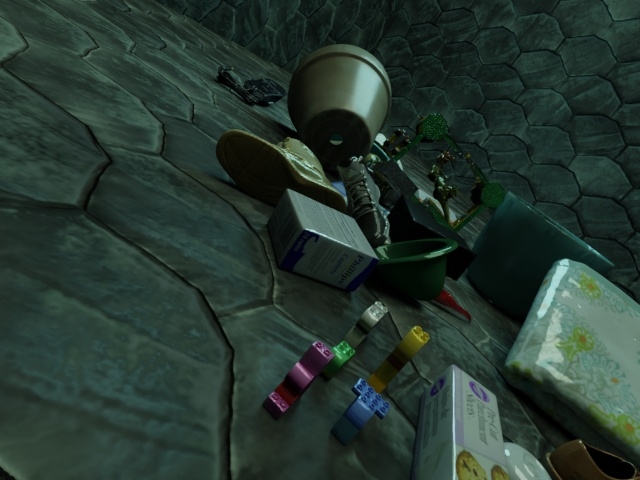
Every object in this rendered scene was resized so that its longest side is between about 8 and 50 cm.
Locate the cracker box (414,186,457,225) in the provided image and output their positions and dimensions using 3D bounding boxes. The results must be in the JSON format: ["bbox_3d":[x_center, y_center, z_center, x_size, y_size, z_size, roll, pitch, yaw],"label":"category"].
[{"bbox_3d":[0.369,-0.089,1.359,0.155,0.067,0.232,35,21,-1],"label":"cracker box"}]

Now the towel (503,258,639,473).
[{"bbox_3d":[0.531,0.236,0.717,0.374,0.090,0.320,39,48,13],"label":"towel"}]

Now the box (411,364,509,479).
[{"bbox_3d":[0.116,0.223,0.346,0.067,0.063,0.324,38,22,6],"label":"box"}]

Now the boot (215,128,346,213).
[{"bbox_3d":[-0.082,-0.151,0.798,0.261,0.095,0.203,25,24,-28],"label":"boot"}]

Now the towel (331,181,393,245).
[{"bbox_3d":[0.125,-0.045,0.965,0.285,0.034,0.209,39,24,15],"label":"towel"}]

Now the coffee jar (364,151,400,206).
[{"bbox_3d":[0.172,-0.191,1.250,0.079,0.096,0.184,14,29,-48],"label":"coffee jar"}]

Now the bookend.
[{"bbox_3d":[0.232,-0.011,0.894,0.156,0.072,0.157,27,24,-11],"label":"bookend"}]

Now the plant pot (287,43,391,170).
[{"bbox_3d":[0.053,-0.356,1.196,0.323,0.323,0.281,27,39,-19],"label":"plant pot"}]

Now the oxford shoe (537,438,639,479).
[{"bbox_3d":[0.383,0.320,0.515,0.212,0.076,0.076,33,20,-9],"label":"oxford shoe"}]

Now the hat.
[{"bbox_3d":[0.176,0.100,0.738,0.208,0.184,0.173,-9,8,6],"label":"hat"}]

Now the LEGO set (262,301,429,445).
[{"bbox_3d":[0.054,0.120,0.431,0.087,0.093,0.227,41,22,16],"label":"LEGO set"}]

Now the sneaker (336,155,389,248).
[{"bbox_3d":[0.069,-0.089,0.805,0.229,0.086,0.132,-91,158,-54],"label":"sneaker"}]

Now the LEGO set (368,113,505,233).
[{"bbox_3d":[0.281,-0.149,1.070,0.331,0.255,0.192,39,3,-6],"label":"LEGO set"}]

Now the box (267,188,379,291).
[{"bbox_3d":[0.000,0.000,0.632,0.137,0.072,0.126,22,24,-28],"label":"box"}]

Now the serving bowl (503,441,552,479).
[{"bbox_3d":[0.238,0.268,0.474,0.083,0.027,0.083,29,23,-14],"label":"serving bowl"}]

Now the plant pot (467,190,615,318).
[{"bbox_3d":[0.524,0.056,1.051,0.292,0.235,0.293,29,22,-13],"label":"plant pot"}]

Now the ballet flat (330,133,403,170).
[{"bbox_3d":[0.154,-0.366,1.508,0.400,0.139,0.139,35,21,8],"label":"ballet flat"}]

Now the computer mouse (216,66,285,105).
[{"bbox_3d":[-0.240,-0.519,1.400,0.184,0.060,0.262,40,33,2],"label":"computer mouse"}]
